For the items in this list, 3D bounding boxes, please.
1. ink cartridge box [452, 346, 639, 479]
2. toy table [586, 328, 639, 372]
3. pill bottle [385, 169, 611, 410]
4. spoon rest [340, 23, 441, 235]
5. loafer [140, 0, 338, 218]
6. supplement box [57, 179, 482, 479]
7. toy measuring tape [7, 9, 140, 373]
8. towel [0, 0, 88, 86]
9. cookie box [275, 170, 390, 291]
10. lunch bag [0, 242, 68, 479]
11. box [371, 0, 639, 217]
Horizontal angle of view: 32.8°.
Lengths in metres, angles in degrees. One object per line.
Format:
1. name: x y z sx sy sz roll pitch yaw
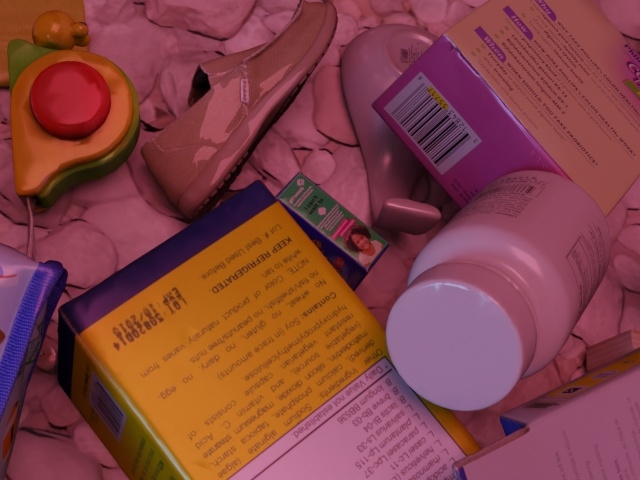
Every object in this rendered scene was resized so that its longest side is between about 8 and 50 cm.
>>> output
1. ink cartridge box: 0.242 0.245 0.792 0.307 0.072 0.303 -18 91 -27
2. toy table: 0.387 0.099 0.992 0.161 0.252 0.274 19 49 -24
3. pill bottle: 0.141 0.037 0.853 0.131 0.131 0.229 43 33 6
4. spoon rest: 0.082 -0.114 1.093 0.137 0.084 0.276 14 52 -10
5. loafer: -0.075 -0.145 1.042 0.092 0.102 0.268 36 64 -4
6. supplement box: -0.030 0.169 0.869 0.194 0.195 0.356 -34 79 -24
7. toy measuring tape: -0.212 -0.052 0.969 0.121 0.121 0.330 -4 77 -16
8. towel: -0.344 -0.190 1.041 0.237 0.021 0.102 -3 74 -17
9. cookie box: 0.000 0.000 1.006 0.107 0.092 0.040 38 61 3
10. lunch bag: -0.390 0.149 0.759 0.328 0.239 0.385 18 84 -8
11. box: 0.207 -0.126 1.045 0.213 0.117 0.243 49 46 0
